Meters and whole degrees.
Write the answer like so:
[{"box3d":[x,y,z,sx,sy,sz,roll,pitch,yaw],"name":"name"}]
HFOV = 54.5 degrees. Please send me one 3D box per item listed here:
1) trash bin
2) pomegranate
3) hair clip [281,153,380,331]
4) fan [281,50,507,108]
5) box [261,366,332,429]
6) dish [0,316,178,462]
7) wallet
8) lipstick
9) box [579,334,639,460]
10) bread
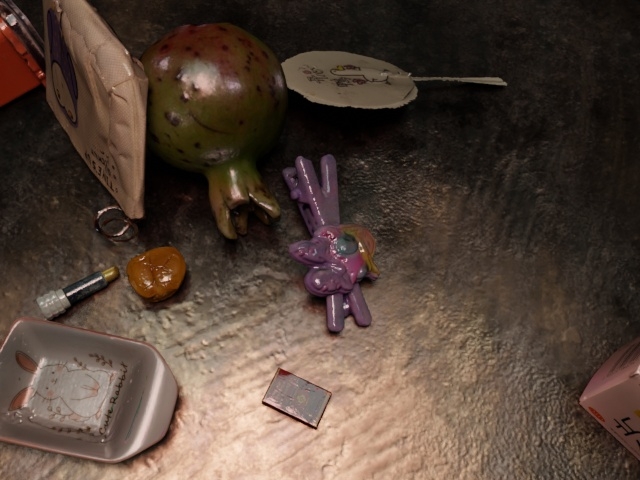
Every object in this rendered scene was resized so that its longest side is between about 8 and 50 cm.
[{"box3d":[-0.557,-0.280,0.949,0.238,0.184,0.161,-40,73,-14],"name":"trash bin"},{"box3d":[-0.139,-0.169,0.923,0.242,0.242,0.306,-37,112,-19],"name":"pomegranate"},{"box3d":[0.005,-0.010,0.899,0.137,0.090,0.278,-6,65,-33],"name":"hair clip"},{"box3d":[0.127,-0.276,1.043,0.414,0.012,0.233,-5,40,-18],"name":"fan"},{"box3d":[-0.032,0.212,0.835,0.082,0.023,0.051,24,66,7],"name":"box"},{"box3d":[-0.301,0.198,0.799,0.234,0.064,0.154,12,64,2],"name":"dish"},{"box3d":[-0.323,-0.195,0.870,0.068,0.275,0.335,-18,56,-37],"name":"wallet"},{"box3d":[-0.337,0.070,0.876,0.116,0.037,0.037,-29,70,-21],"name":"lipstick"},{"box3d":[0.521,0.256,0.772,0.145,0.173,0.333,-40,73,-18],"name":"box"},{"box3d":[-0.233,0.048,0.886,0.083,0.046,0.081,5,62,-1],"name":"bread"}]
